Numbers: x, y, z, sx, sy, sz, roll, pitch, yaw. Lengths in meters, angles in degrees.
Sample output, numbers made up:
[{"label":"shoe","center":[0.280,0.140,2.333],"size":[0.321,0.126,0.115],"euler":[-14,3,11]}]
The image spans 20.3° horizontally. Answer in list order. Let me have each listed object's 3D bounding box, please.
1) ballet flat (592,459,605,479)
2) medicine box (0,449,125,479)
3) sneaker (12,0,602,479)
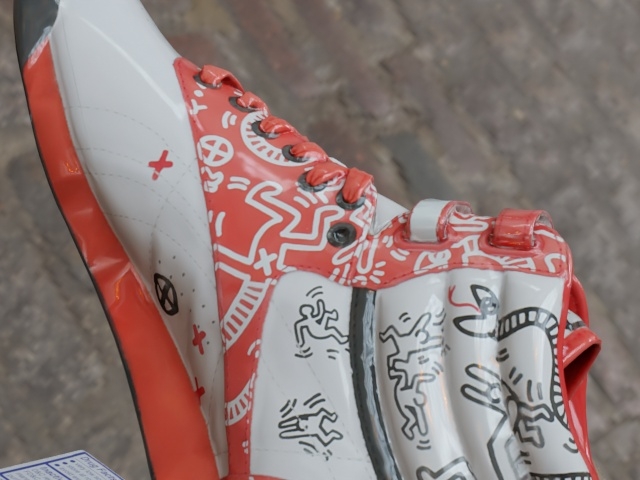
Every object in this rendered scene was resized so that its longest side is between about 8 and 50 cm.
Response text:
[{"label":"ballet flat","center":[0.169,0.179,1.501],"size":[0.124,0.116,0.342],"euler":[30,15,-37]},{"label":"medicine box","center":[-0.250,0.316,1.260],"size":[0.149,0.263,0.289],"euler":[29,22,34]},{"label":"sneaker","center":[0.001,0.001,0.579],"size":[0.090,0.145,0.270],"euler":[52,16,-66]}]
